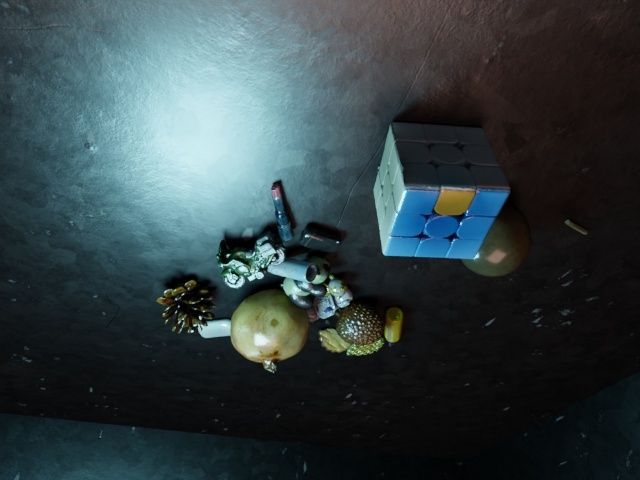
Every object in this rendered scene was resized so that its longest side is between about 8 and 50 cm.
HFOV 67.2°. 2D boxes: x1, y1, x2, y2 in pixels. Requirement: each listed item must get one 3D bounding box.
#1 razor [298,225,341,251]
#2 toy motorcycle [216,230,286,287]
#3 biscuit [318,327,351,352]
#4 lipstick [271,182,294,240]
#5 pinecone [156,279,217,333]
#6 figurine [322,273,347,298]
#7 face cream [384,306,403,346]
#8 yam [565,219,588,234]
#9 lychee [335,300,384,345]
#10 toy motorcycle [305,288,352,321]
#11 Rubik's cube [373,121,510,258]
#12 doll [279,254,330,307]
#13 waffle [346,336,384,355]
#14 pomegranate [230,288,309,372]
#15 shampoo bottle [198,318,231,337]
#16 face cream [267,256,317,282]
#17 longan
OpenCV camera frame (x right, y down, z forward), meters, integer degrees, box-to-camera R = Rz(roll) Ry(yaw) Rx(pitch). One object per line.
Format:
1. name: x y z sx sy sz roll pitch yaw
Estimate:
1. razor: 0.000 0.000 1.749 0.148 0.054 0.090 16 140 -19
2. toy motorcycle: -0.263 0.053 1.740 0.275 0.124 0.187 -28 108 14
3. biscuit: 0.069 0.471 2.286 0.183 0.118 0.061 12 180 -21
4. lipstick: -0.130 -0.097 1.637 0.054 0.053 0.234 -4 137 2
5. pinecone: -0.526 0.272 1.939 0.229 0.201 0.203 3 161 -45
6. figurine: 0.044 0.188 1.951 0.143 0.068 0.101 17 119 33
7. face cream: 0.335 0.411 2.223 0.078 0.078 0.273 -3 139 1
8. yam: 0.938 -0.048 1.763 0.116 0.021 0.021 23 133 -24
9. lychee: 0.157 0.355 2.073 0.238 0.200 0.200 26 139 11
10. toy motorcycle: 0.034 0.276 2.051 0.254 0.112 0.112 -30 132 26
11. Rubik's cube: 0.333 -0.144 1.417 0.291 0.291 0.291 2 138 -5
12. doll: -0.046 0.154 1.864 0.135 0.143 0.234 32 129 -25
13. waffle: 0.220 0.517 2.352 0.184 0.036 0.169 4 141 -27
14. pomegranate: -0.208 0.372 1.969 0.339 0.338 0.338 -1 139 -1
15. shampoo bottle: -0.438 0.397 2.191 0.221 0.051 0.108 -7 137 6
16. face cream: -0.122 0.100 1.789 0.229 0.075 0.075 10 150 37
17. longan: 0.579 -0.005 1.629 0.258 0.258 0.258 -1 139 -1
